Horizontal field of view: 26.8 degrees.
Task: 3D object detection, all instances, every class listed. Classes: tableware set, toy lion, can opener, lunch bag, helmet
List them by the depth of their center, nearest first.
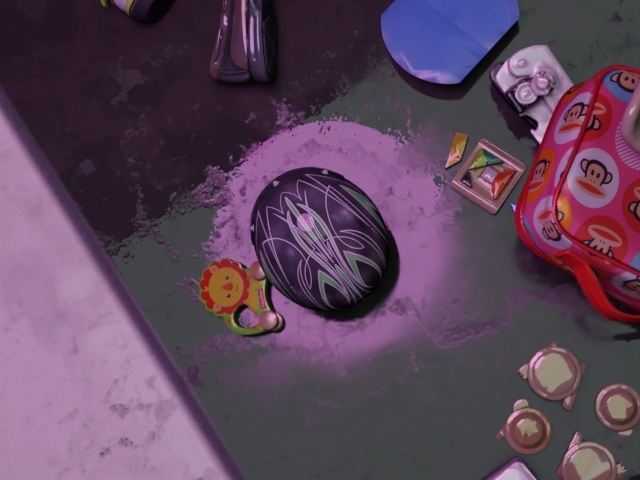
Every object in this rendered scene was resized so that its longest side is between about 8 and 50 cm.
[{"bbox_3d":[0.369,-0.025,1.481,0.293,0.120,0.258,28,72,-14],"label":"lunch bag"},{"bbox_3d":[0.294,0.210,1.570,0.168,0.020,0.141,31,89,10],"label":"tableware set"},{"bbox_3d":[0.000,0.000,1.570,0.169,0.161,0.169,-1,81,8],"label":"helmet"},{"bbox_3d":[0.306,-0.109,1.589,0.074,0.093,0.280,-35,87,4],"label":"can opener"},{"bbox_3d":[-0.101,0.069,1.644,0.096,0.034,0.100,-14,80,13],"label":"toy lion"}]

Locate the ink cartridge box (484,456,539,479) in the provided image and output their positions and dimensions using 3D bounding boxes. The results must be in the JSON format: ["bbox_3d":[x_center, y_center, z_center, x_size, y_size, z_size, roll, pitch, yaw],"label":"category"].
[{"bbox_3d":[0.179,0.325,1.458,0.172,0.237,0.100,-38,78,2],"label":"ink cartridge box"}]

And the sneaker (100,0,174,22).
[{"bbox_3d":[-0.198,-0.387,1.695,0.097,0.084,0.235,35,88,13],"label":"sneaker"}]

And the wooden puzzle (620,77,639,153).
[{"bbox_3d":[0.520,-0.166,1.457,0.348,0.080,0.322,32,72,-17],"label":"wooden puzzle"}]

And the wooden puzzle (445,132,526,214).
[{"bbox_3d":[0.202,-0.079,1.628,0.116,0.014,0.078,27,87,11],"label":"wooden puzzle"}]

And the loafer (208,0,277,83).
[{"bbox_3d":[-0.104,-0.327,1.671,0.084,0.096,0.267,-3,83,14],"label":"loafer"}]

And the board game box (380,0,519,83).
[{"bbox_3d":[0.158,-0.268,1.654,0.133,0.033,0.169,41,83,16],"label":"board game box"}]
